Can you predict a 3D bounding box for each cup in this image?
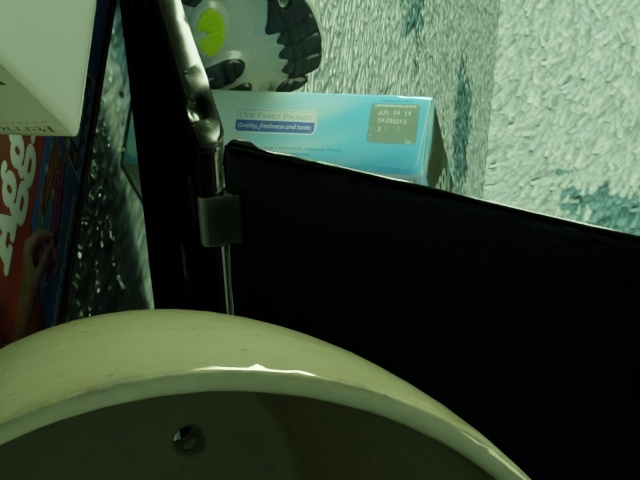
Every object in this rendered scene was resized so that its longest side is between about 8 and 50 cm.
[{"bbox_3d":[-0.071,0.161,0.801,0.237,0.331,0.331,-125,-149,-67],"label":"cup"}]

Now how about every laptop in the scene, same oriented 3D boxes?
[{"bbox_3d":[0.049,0.045,1.002,0.408,0.236,0.382,-110,-166,-46],"label":"laptop"}]

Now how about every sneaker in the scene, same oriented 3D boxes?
[{"bbox_3d":[-0.073,-0.186,1.150,0.110,0.107,0.275,52,-19,30],"label":"sneaker"}]

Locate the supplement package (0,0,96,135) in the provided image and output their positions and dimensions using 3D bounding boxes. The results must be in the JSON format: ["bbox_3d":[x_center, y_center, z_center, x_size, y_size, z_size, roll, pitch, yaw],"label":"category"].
[{"bbox_3d":[-0.156,-0.114,0.709,0.179,0.105,0.105,51,42,-72],"label":"supplement package"}]

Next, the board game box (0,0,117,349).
[{"bbox_3d":[-0.144,-0.081,0.973,0.145,0.027,0.281,61,33,-67],"label":"board game box"}]

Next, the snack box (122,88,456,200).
[{"bbox_3d":[0.000,0.000,1.295,0.322,0.187,0.060,69,26,-64],"label":"snack box"}]
